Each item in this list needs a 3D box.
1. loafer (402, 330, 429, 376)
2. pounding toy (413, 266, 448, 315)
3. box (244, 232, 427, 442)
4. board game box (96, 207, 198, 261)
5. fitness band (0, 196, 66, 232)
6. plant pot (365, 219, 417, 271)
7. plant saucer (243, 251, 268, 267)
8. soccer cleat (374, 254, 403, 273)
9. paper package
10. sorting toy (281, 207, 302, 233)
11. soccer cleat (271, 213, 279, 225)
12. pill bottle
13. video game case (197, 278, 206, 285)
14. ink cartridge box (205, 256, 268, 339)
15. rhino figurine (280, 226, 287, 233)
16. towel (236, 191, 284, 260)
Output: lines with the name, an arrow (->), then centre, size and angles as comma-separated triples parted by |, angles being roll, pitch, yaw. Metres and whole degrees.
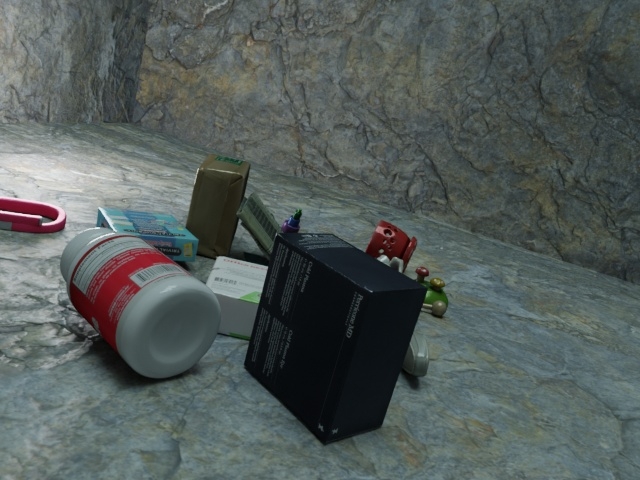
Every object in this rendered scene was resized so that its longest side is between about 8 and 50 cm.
loafer -> 0.209, 0.281, 1.623 | 0.112, 0.112, 0.319 | 6, 10, -11
pounding toy -> 0.381, 0.170, 2.130 | 0.183, 0.110, 0.237 | 17, 16, 9
box -> 0.020, 0.195, 1.300 | 0.179, 0.343, 0.312 | 1, 21, -41
board game box -> -0.572, -0.021, 1.935 | 0.254, 0.079, 0.336 | 5, 13, -29
fitness band -> -0.970, -0.089, 1.903 | 0.291, 0.054, 0.209 | 9, 17, -23
plant pot -> 0.278, 0.038, 2.361 | 0.174, 0.191, 0.191 | 26, 18, 9
plant saucer -> -0.215, 0.086, 2.040 | 0.067, 0.018, 0.192 | 14, 15, -25
soccer cleat -> 0.164, 0.117, 2.055 | 0.331, 0.143, 0.116 | -3, 24, -46
paper package -> -0.366, -0.134, 2.130 | 0.168, 0.309, 0.325 | 14, 15, -6
sorting toy -> 0.000, 0.000, 2.207 | 0.127, 0.126, 0.365 | -1, 36, -50
soccer cleat -> -0.203, -0.061, 2.503 | 0.072, 0.060, 0.179 | 21, 21, -13
pill bottle -> -0.430, 0.120, 1.359 | 0.229, 0.228, 0.408 | -2, 23, -46
video game case -> -0.484, 0.113, 1.705 | 0.274, 0.026, 0.196 | 20, 17, 14
ink cartridge box -> -0.216, 0.156, 1.634 | 0.199, 0.114, 0.273 | 14, 16, -5
rhino figurine -> -0.155, 0.004, 2.283 | 0.106, 0.073, 0.243 | 18, 18, -5
towel -> -0.174, -0.003, 2.020 | 0.324, 0.056, 0.312 | 56, 11, -13
